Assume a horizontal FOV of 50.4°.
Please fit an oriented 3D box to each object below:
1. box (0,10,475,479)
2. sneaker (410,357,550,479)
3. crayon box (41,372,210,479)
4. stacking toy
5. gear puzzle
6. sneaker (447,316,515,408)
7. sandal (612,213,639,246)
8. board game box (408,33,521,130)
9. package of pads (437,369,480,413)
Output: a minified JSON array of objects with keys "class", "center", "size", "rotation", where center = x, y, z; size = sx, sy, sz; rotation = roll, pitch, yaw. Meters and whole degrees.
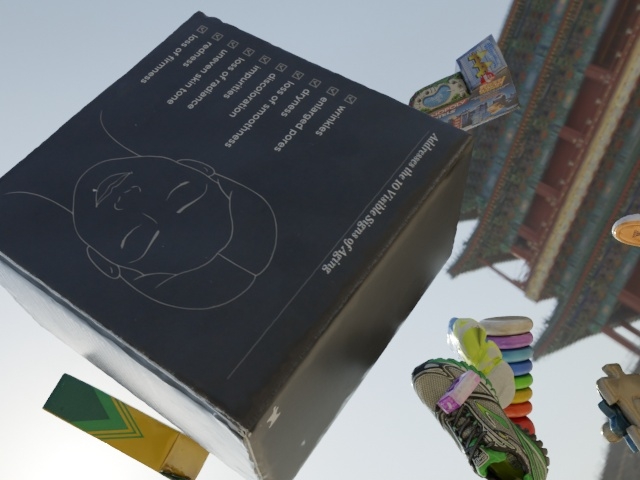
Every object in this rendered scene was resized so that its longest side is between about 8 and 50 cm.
[{"class":"box","center":[-0.118,-0.003,0.951],"size":[0.480,0.471,0.297],"rotation":[-50,-25,-25]},{"class":"sneaker","center":[0.317,0.372,1.355],"size":[0.134,0.343,0.146],"rotation":[-51,-8,23]},{"class":"crayon box","center":[-0.347,0.377,1.321],"size":[0.083,0.322,0.203],"rotation":[-62,-19,-18]},{"class":"stacking toy","center":[0.482,0.363,1.731],"size":[0.141,0.141,0.330],"rotation":[-4,-91,-41]},{"class":"gear puzzle","center":[0.413,0.208,0.719],"size":[0.338,0.175,0.044],"rotation":[4,-44,-37]},{"class":"sneaker","center":[0.362,0.269,1.559],"size":[0.091,0.126,0.240],"rotation":[-27,-73,-7]},{"class":"sandal","center":[0.622,0.016,1.120],"size":[0.102,0.265,0.076],"rotation":[70,-150,-53]},{"class":"board game box","center":[0.223,-0.231,1.060],"size":[0.194,0.060,0.194],"rotation":[-22,-16,3]},{"class":"package of pads","center":[0.254,0.275,1.243],"size":[0.083,0.032,0.050],"rotation":[-36,-11,-43]}]
